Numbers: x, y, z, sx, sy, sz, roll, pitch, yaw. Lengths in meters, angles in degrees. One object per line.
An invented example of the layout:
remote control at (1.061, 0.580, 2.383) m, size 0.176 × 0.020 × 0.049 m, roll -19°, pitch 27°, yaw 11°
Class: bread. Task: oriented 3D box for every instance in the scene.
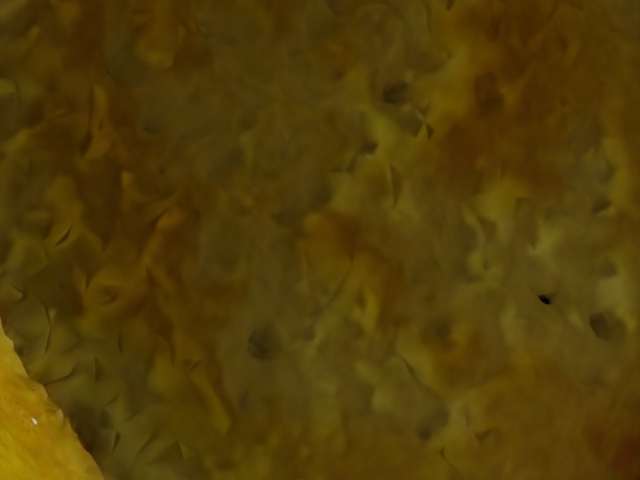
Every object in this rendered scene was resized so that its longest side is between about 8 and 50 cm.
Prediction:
bread at (0.000, 0.000, 0.667) m, size 0.215 × 0.398 × 0.398 m, roll 166°, pitch 119°, yaw -68°
